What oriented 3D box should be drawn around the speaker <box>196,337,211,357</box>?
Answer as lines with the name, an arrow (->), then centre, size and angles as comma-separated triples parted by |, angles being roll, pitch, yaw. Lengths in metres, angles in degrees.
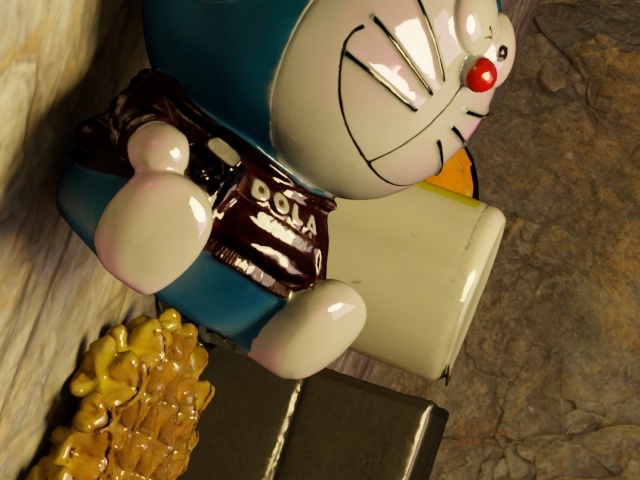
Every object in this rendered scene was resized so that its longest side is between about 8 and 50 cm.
speaker -> -0.082, 0.013, 1.418 | 0.046, 0.040, 0.191 | 92, 20, -67

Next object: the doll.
doll -> -0.018, -0.103, 0.951 | 0.310, 0.240, 0.284 | -54, 144, 1

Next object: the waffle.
waffle -> -0.166, 0.174, 1.222 | 0.293, 0.069, 0.259 | 39, 70, -78

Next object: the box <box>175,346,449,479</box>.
box -> -0.019, 0.229, 1.582 | 0.345, 0.251, 0.204 | 51, 57, -80

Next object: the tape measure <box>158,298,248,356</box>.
tape measure -> -0.091, 0.055, 1.300 | 0.094, 0.091, 0.054 | 54, 54, -40

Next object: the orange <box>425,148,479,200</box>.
orange -> 0.033, -0.040, 1.364 | 0.182, 0.234, 0.234 | -36, -157, 54

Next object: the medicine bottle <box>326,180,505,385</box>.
medicine bottle -> 0.000, 0.000, 1.176 | 0.143, 0.258, 0.143 | 20, 90, -82
